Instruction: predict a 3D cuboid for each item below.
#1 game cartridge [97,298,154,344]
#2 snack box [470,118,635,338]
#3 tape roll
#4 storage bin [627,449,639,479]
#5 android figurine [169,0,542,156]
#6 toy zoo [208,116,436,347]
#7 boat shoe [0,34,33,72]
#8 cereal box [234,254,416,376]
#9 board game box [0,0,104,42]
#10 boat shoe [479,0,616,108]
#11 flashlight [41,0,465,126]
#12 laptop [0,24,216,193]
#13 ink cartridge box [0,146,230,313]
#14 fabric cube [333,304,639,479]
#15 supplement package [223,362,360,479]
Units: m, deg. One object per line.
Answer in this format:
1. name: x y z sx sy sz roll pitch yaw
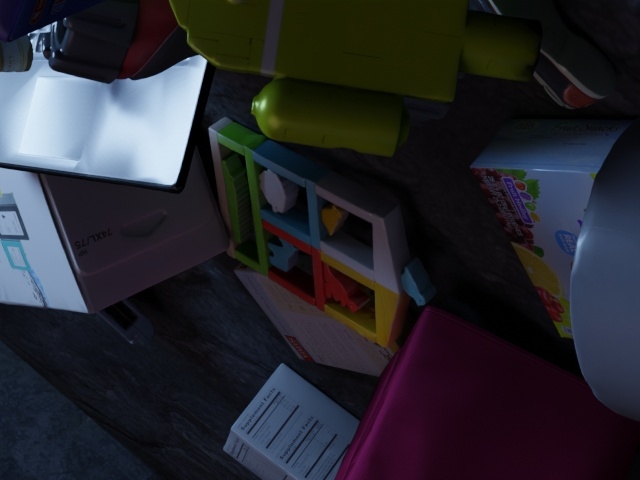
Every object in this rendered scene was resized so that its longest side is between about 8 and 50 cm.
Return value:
1. game cartridge: -0.398 0.044 1.715 0.198 0.062 0.297 40 170 38
2. snack box: 0.241 0.000 0.860 0.174 0.070 0.207 9 141 47
3. tape roll: 0.255 0.019 0.702 0.072 0.219 0.219 10 142 46
4. storage bin: 0.355 0.259 1.113 0.091 0.098 0.135 62 160 18
5. android figurine: 0.013 -0.183 0.686 0.273 0.248 0.056 10 -174 -5
6. toy zoo: 0.000 0.000 1.159 0.293 0.030 0.192 30 142 31
7. boat shoe: -0.303 -0.201 0.943 0.135 0.045 0.050 50 137 21
8. cereal box: 0.017 0.092 1.327 0.240 0.047 0.173 6 138 49
9. board game box: -0.038 -0.270 0.459 0.078 0.233 0.347 38 126 4
10. boat shoe: 0.153 -0.147 0.772 0.137 0.049 0.043 41 157 -14
11. flashlight: -0.043 -0.144 0.789 0.304 0.103 0.103 10 164 -25
12. laptop: -0.266 -0.278 0.917 0.236 0.408 0.382 17 175 -43
13. ink cartridge box: -0.282 -0.043 1.279 0.270 0.198 0.197 0 111 52
14. fabric cube: 0.149 0.271 1.130 0.254 0.258 0.259 26 153 3
15. supplement package: -0.009 0.326 1.635 0.244 0.134 0.139 36 154 6
